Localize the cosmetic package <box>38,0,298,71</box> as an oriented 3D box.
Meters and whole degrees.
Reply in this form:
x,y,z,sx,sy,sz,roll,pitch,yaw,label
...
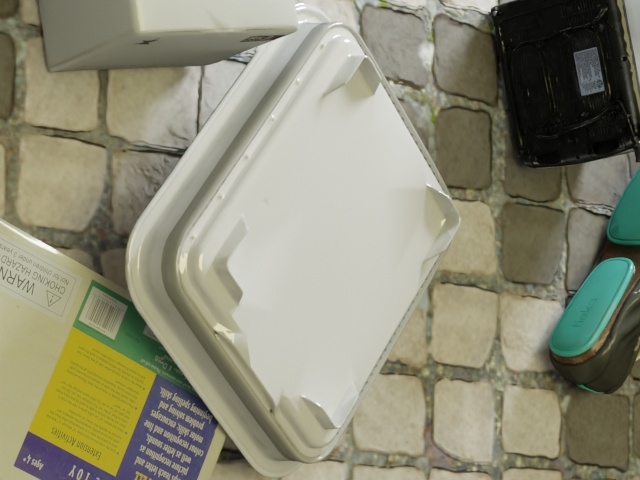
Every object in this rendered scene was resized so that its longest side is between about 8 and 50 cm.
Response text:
x,y,z,sx,sy,sz,roll,pitch,yaw,label
-0.129,-0.236,1.514,0.151,0.151,0.183,-6,87,-36,cosmetic package

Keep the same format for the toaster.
x,y,z,sx,sy,sz,roll,pitch,yaw,label
0.258,-0.151,1.771,0.110,0.168,0.185,-10,89,-37,toaster

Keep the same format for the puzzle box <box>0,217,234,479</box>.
x,y,z,sx,sy,sz,roll,pitch,yaw,label
-0.260,0.127,1.434,0.409,0.052,0.272,33,66,-28,puzzle box

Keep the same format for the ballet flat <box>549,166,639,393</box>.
x,y,z,sx,sy,sz,roll,pitch,yaw,label
0.309,0.027,1.841,0.096,0.095,0.280,45,71,-34,ballet flat

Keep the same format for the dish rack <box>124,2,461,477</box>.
x,y,z,sx,sy,sz,roll,pitch,yaw,label
0.000,0.000,1.570,0.333,0.072,0.285,-57,132,-32,dish rack
